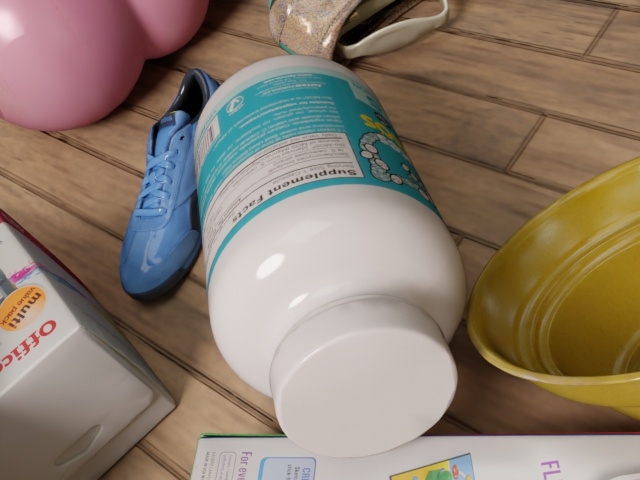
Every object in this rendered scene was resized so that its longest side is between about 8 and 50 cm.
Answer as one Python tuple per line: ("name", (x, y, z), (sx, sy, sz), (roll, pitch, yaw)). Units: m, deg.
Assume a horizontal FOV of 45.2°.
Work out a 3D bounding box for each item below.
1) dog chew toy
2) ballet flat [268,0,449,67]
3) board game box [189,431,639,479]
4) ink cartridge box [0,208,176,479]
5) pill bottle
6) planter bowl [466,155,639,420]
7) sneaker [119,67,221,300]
("dog chew toy", (-0.207, -0.256, 0.764), (0.332, 0.206, 0.207), (-39, 49, -19))
("ballet flat", (0.103, -0.249, 0.691), (0.316, 0.107, 0.106), (-36, 69, 2))
("board game box", (0.067, 0.217, 0.368), (0.317, 0.064, 0.242), (-5, 54, 21))
("ink cartridge box", (-0.218, 0.085, 0.551), (0.128, 0.127, 0.176), (-43, 51, -11))
("pill bottle", (0.000, 0.000, 0.477), (0.146, 0.146, 0.264), (-24, 38, 6))
("planter bowl", (0.195, 0.033, 0.408), (0.217, 0.090, 0.217), (-29, 18, 10))
("sneaker", (-0.129, -0.053, 0.646), (0.069, 0.082, 0.209), (4, 59, 24))
